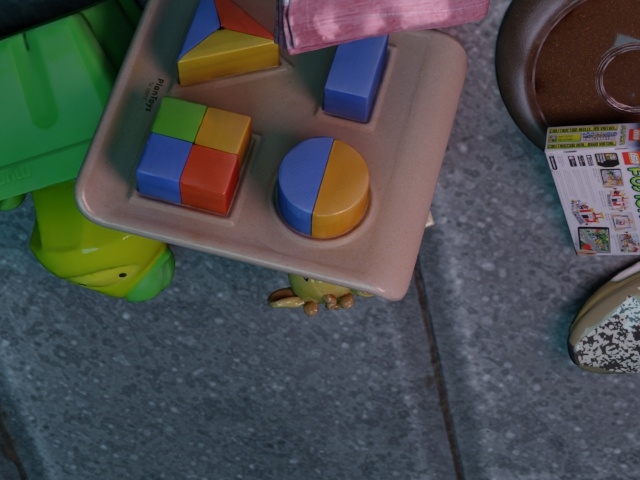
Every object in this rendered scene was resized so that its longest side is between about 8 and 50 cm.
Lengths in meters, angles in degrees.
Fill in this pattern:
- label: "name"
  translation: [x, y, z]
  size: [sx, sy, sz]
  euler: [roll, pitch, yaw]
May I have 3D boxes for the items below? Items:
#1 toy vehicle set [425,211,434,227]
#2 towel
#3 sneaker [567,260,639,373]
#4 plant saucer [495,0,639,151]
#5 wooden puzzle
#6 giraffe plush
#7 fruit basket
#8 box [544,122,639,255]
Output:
- label: "toy vehicle set"
  translation: [0.006, -0.115, 1.648]
  size: [0.166, 0.035, 0.266]
  euler: [-18, 88, 3]
- label: "towel"
  translation: [0.076, -0.334, 1.392]
  size: [0.237, 0.037, 0.329]
  euler: [-14, 132, -22]
- label: "sneaker"
  translation: [0.488, 0.111, 1.736]
  size: [0.410, 0.182, 0.158]
  euler: [-11, 122, 18]
- label: "plant saucer"
  translation: [0.346, -0.186, 1.638]
  size: [0.311, 0.050, 0.310]
  euler: [5, 124, 7]
- label: "wooden puzzle"
  translation: [-0.041, -0.128, 1.530]
  size: [0.348, 0.322, 0.080]
  euler: [16, 152, 2]
- label: "giraffe plush"
  translation: [0.000, 0.000, 1.744]
  size: [0.210, 0.170, 0.181]
  euler: [37, 132, -21]
- label: "fruit basket"
  translation: [-0.301, -0.066, 1.731]
  size: [0.392, 0.283, 0.392]
  euler: [5, 109, 15]
- label: "box"
  translation: [0.329, -0.054, 1.690]
  size: [0.114, 0.036, 0.207]
  euler: [-1, 145, 20]
